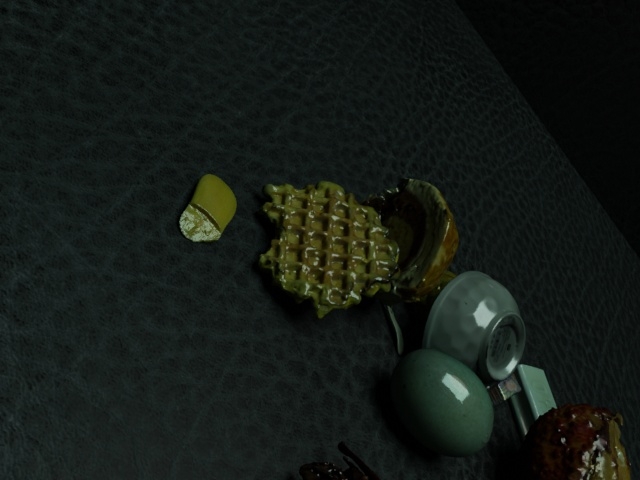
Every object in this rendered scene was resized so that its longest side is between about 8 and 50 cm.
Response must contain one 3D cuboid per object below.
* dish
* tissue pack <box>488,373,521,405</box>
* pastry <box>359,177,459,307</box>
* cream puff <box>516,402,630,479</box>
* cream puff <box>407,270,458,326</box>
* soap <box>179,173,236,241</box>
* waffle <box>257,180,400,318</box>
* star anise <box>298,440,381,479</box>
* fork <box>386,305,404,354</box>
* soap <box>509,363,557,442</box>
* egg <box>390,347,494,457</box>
[{"bbox_3d":[0.334,0.211,1.868,0.303,0.120,0.303,-13,109,-43],"label":"dish"},{"bbox_3d":[0.386,0.294,2.051,0.108,0.060,0.148,-8,70,-56],"label":"tissue pack"},{"bbox_3d":[0.177,0.017,1.822,0.170,0.236,0.256,46,64,-45],"label":"pastry"},{"bbox_3d":[0.526,0.507,1.889,0.350,0.228,0.350,-10,90,-67],"label":"cream puff"},{"bbox_3d":[0.275,0.125,1.981,0.156,0.156,0.121,-12,90,-57],"label":"cream puff"},{"bbox_3d":[-0.193,-0.053,1.588,0.089,0.033,0.168,41,35,-20],"label":"soap"},{"bbox_3d":[0.004,0.008,1.692,0.281,0.058,0.301,-8,54,-25],"label":"waffle"},{"bbox_3d":[0.052,0.436,1.403,0.190,0.126,0.220,-21,82,-55],"label":"star anise"},{"bbox_3d":[0.139,0.136,1.895,0.034,0.028,0.219,20,50,-55],"label":"fork"},{"bbox_3d":[0.502,0.398,2.114,0.119,0.066,0.198,18,48,-44],"label":"soap"},{"bbox_3d":[0.232,0.309,1.718,0.236,0.169,0.169,46,33,-16],"label":"egg"}]
